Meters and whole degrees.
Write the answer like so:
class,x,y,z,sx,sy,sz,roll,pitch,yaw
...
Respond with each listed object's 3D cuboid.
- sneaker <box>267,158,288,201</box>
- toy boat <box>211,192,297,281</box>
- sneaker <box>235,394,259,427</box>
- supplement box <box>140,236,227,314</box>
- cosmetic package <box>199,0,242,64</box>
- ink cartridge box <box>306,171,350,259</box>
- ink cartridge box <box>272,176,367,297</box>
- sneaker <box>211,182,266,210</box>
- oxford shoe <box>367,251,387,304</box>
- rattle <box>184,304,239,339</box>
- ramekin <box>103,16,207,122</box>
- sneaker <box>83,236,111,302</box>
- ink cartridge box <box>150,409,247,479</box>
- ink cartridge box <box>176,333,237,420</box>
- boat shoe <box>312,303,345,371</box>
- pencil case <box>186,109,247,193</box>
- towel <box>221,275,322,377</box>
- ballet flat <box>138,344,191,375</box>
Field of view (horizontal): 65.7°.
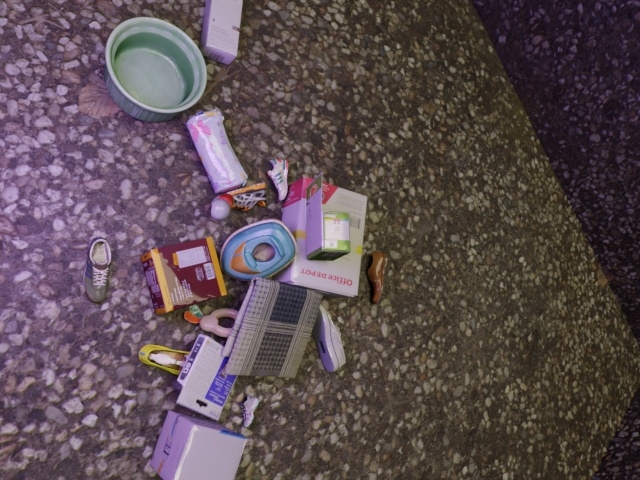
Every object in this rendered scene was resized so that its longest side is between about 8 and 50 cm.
class,x,y,z,sx,sy,sz,roll,pitch,yaw
sneaker,-0.159,-0.222,1.813,0.075,0.057,0.161,4,80,-15
toy boat,-0.244,-0.008,1.597,0.267,0.148,0.318,-30,107,11
sneaker,-0.249,0.555,1.625,0.069,0.038,0.098,32,57,-23
supplement box,-0.423,0.108,1.531,0.194,0.129,0.191,-14,88,-34
cosmetic package,-0.352,-0.757,1.757,0.117,0.085,0.231,10,78,-32
ink cartridge box,0.021,-0.073,1.616,0.097,0.189,0.255,3,79,-17
ink cartridge box,0.000,0.000,1.805,0.279,0.160,0.384,16,73,-29
sneaker,-0.272,-0.139,1.705,0.215,0.084,0.083,-20,102,-32
oxford shoe,0.221,0.150,1.991,0.076,0.076,0.212,7,79,-1
rattle,-0.344,0.292,1.612,0.200,0.142,0.130,3,47,-17
ramekin,-0.528,-0.523,1.563,0.303,0.148,0.303,6,78,-32
sneaker,-0.639,0.081,1.423,0.064,0.086,0.192,3,80,-32
ink cartridge box,-0.357,0.609,1.427,0.171,0.233,0.168,26,71,-27
ink cartridge box,-0.345,0.425,1.531,0.206,0.045,0.208,51,53,-46
boat shoe,0.031,0.348,1.817,0.084,0.095,0.258,-19,103,-38
pencil case,-0.345,-0.295,1.662,0.124,0.113,0.273,-23,96,-11
towel,-0.154,0.294,1.622,0.312,0.056,0.324,20,89,-45
ballet flat,-0.436,0.370,1.510,0.231,0.077,0.077,22,72,-28
